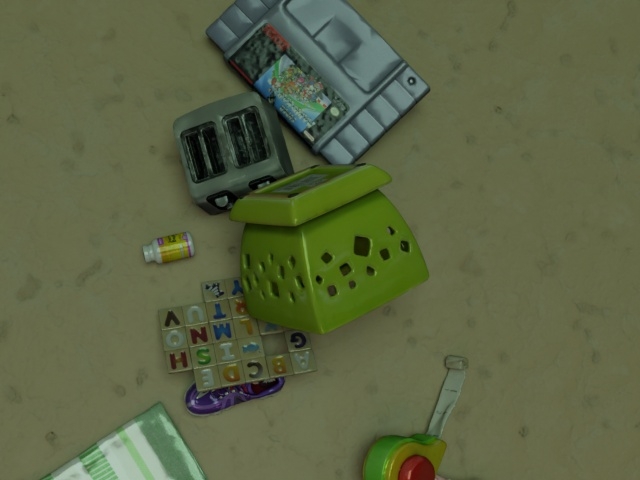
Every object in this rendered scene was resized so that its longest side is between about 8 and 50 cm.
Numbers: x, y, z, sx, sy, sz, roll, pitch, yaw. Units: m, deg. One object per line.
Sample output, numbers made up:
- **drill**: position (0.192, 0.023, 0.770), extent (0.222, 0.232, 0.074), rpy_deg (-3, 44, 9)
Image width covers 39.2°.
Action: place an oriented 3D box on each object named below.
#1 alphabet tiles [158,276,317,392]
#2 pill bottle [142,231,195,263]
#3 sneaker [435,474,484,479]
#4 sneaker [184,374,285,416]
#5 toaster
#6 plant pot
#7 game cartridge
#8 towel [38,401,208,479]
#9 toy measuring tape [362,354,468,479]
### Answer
- **alphabet tiles**: position (-0.141, 0.147, 1.485), extent (0.237, 0.009, 0.198), rpy_deg (-8, 57, -12)
- **pill bottle**: position (-0.256, 0.014, 1.515), extent (0.083, 0.043, 0.043), rpy_deg (-14, 80, -13)
- **sneaker**: position (0.239, 0.416, 1.507), extent (0.134, 0.051, 0.070), rpy_deg (40, 72, -2)
- **sneaker**: position (-0.140, 0.239, 1.470), extent (0.170, 0.071, 0.068), rpy_deg (-15, 80, -12)
- **toaster**: position (-0.143, -0.153, 1.516), extent (0.168, 0.110, 0.186), rpy_deg (-17, 80, 9)
- **plant pot**: position (0.000, 0.000, 1.416), extent (0.228, 0.227, 0.207), rpy_deg (-26, 108, -31)
- **game cartridge**: position (-0.008, -0.315, 1.594), extent (0.230, 0.068, 0.355), rpy_deg (-44, 87, -2)
- **towel**: position (-0.326, 0.446, 1.410), extent (0.325, 0.038, 0.248), rpy_deg (-32, 84, -15)
- **toy measuring tape**: position (0.150, 0.321, 1.478), extent (0.121, 0.121, 0.330), rpy_deg (26, 70, -3)
